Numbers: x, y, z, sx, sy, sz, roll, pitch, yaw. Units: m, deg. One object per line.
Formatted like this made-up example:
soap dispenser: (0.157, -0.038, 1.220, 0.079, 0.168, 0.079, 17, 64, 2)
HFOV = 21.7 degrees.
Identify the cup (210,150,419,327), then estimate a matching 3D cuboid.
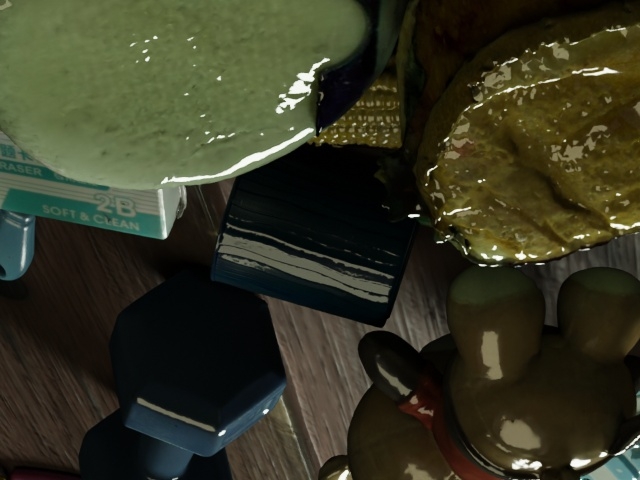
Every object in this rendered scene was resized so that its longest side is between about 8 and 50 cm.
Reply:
cup: (0.003, -0.009, 1.283, 0.138, 0.150, 0.113, 18, 111, 3)

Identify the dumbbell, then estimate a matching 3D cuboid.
dumbbell: (-0.134, 0.166, 1.539, 0.144, 0.160, 0.325, -4, 151, -17)

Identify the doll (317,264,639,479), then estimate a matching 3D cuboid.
doll: (0.140, 0.139, 1.285, 0.235, 0.174, 0.330, -4, 159, -18)

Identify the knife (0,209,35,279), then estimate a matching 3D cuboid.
knife: (-0.263, -0.045, 1.432, 0.058, 0.032, 0.244, 27, 141, 3)

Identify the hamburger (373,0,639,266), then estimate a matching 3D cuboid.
hamburger: (0.172, -0.110, 0.979, 0.309, 0.132, 0.211, -14, 130, 8)

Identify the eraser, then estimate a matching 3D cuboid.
eraser: (-0.224, -0.066, 1.342, 0.225, 0.052, 0.095, 11, 138, 11)

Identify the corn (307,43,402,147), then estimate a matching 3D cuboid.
corn: (-0.029, -0.106, 1.172, 0.288, 0.086, 0.086, 6, 142, 19)

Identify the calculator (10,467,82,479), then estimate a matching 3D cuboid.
calculator: (-0.279, 0.330, 1.936, 0.127, 0.034, 0.190, 6, 141, 24)

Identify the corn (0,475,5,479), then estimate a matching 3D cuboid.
corn: (-0.447, 0.259, 1.900, 0.207, 0.068, 0.068, 28, 145, -8)

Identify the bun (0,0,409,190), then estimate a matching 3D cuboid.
bun: (-0.092, -0.177, 1.024, 0.293, 0.187, 0.293, -11, 139, -10)

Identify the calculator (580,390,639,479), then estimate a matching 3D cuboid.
calculator: (0.370, 0.181, 1.367, 0.386, 0.054, 0.256, -13, 132, 42)
